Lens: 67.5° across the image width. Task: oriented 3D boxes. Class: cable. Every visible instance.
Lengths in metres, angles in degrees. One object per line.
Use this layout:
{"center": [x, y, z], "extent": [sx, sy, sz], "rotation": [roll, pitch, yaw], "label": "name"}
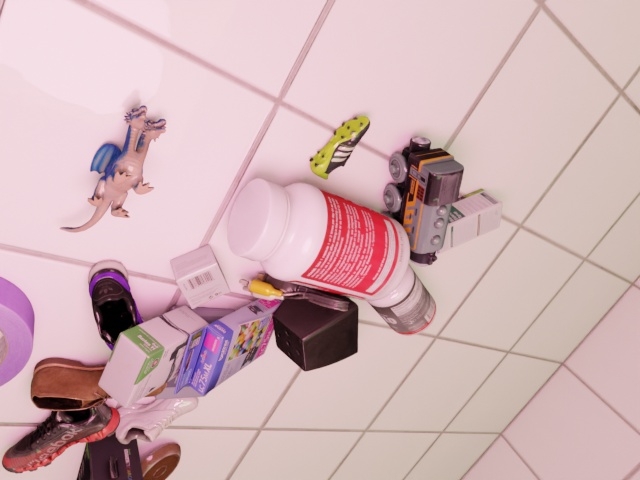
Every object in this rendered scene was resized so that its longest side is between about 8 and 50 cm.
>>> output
{"center": [-0.058, 0.144, 1.197], "extent": [0.072, 0.287, 0.139], "rotation": [-70, 156, -7], "label": "cable"}

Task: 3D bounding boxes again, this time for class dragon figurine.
{"center": [-0.391, -0.127, 0.923], "extent": [0.085, 0.144, 0.289], "rotation": [25, 127, -40], "label": "dragon figurine"}

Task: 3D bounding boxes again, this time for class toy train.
{"center": [0.256, -0.092, 1.232], "extent": [0.142, 0.190, 0.334], "rotation": [-11, 126, -21], "label": "toy train"}

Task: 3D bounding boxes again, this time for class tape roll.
{"center": [-0.732, 0.191, 0.958], "extent": [0.275, 0.090, 0.274], "rotation": [-14, 127, -19], "label": "tape roll"}

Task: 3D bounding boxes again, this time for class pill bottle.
{"center": [0.000, 0.000, 1.131], "extent": [0.408, 0.229, 0.229], "rotation": [18, 112, -37], "label": "pill bottle"}
{"center": [0.217, 0.149, 1.400], "extent": [0.161, 0.161, 0.283], "rotation": [-40, 131, 2], "label": "pill bottle"}

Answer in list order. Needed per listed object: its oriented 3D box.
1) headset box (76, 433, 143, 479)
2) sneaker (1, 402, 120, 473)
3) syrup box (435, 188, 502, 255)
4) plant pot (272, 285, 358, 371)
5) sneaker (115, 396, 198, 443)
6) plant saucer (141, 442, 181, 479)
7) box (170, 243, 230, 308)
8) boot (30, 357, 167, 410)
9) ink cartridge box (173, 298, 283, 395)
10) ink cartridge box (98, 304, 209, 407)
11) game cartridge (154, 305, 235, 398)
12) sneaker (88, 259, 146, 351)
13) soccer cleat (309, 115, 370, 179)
{"center": [-0.574, 0.697, 1.294], "extent": [0.131, 0.246, 0.283], "rotation": [8, 118, -33], "label": "headset box"}
{"center": [-0.656, 0.472, 1.192], "extent": [0.276, 0.097, 0.135], "rotation": [-22, 130, -16], "label": "sneaker"}
{"center": [0.404, -0.056, 1.402], "extent": [0.237, 0.093, 0.096], "rotation": [-21, 130, -14], "label": "syrup box"}
{"center": [-0.023, 0.234, 1.283], "extent": [0.167, 0.187, 0.188], "rotation": [-30, 134, -31], "label": "plant pot"}
{"center": [-0.444, 0.495, 1.310], "extent": [0.232, 0.115, 0.090], "rotation": [-15, 128, -19], "label": "sneaker"}
{"center": [-0.488, 0.687, 1.440], "extent": [0.168, 0.029, 0.168], "rotation": [-35, 144, -30], "label": "plant saucer"}
{"center": [-0.283, 0.085, 1.129], "extent": [0.101, 0.087, 0.102], "rotation": [-24, 131, -12], "label": "box"}
{"center": [-0.523, 0.361, 1.149], "extent": [0.305, 0.115, 0.112], "rotation": [10, 114, -25], "label": "boot"}
{"center": [-0.221, 0.262, 1.202], "extent": [0.311, 0.065, 0.185], "rotation": [-19, 135, -58], "label": "ink cartridge box"}
{"center": [-0.362, 0.249, 1.064], "extent": [0.153, 0.087, 0.208], "rotation": [-62, 165, 20], "label": "ink cartridge box"}
{"center": [-0.336, 0.301, 1.277], "extent": [0.196, 0.060, 0.294], "rotation": [11, 116, -30], "label": "game cartridge"}
{"center": [-0.452, 0.200, 1.079], "extent": [0.102, 0.146, 0.293], "rotation": [-18, 128, -17], "label": "sneaker"}
{"center": [0.051, -0.218, 1.126], "extent": [0.179, 0.060, 0.072], "rotation": [-42, 141, 12], "label": "soccer cleat"}
